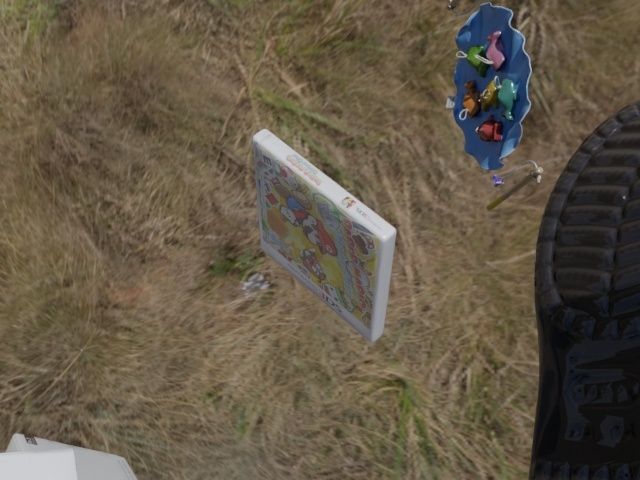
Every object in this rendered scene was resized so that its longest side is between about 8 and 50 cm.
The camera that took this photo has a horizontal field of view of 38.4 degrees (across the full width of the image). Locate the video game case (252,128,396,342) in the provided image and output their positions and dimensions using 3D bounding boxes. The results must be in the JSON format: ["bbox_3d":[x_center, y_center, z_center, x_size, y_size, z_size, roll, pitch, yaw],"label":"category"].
[{"bbox_3d":[0.000,0.000,1.097,0.206,0.227,0.026,39,63,24],"label":"video game case"}]

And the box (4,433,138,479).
[{"bbox_3d":[-0.344,0.371,1.259,0.182,0.181,0.119,22,94,-32],"label":"box"}]

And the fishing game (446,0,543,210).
[{"bbox_3d":[0.178,-0.170,1.022,0.041,0.189,0.264,-5,81,-15],"label":"fishing game"}]

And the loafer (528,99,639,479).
[{"bbox_3d":[0.217,0.075,0.601,0.130,0.133,0.366,29,70,-41],"label":"loafer"}]

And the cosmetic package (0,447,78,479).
[{"bbox_3d":[-0.259,0.413,0.780,0.097,0.284,0.377,4,49,-30],"label":"cosmetic package"}]
